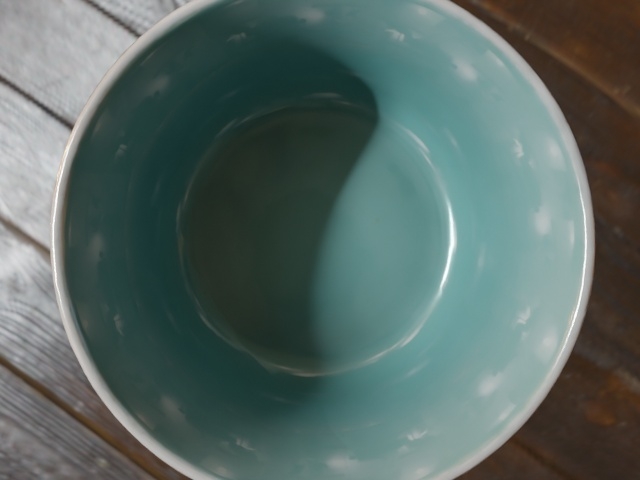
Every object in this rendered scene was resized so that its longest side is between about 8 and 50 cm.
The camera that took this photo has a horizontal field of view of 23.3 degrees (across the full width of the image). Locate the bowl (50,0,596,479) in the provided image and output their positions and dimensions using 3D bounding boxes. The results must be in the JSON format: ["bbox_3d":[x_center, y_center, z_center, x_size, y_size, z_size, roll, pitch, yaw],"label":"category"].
[{"bbox_3d":[0.000,0.000,0.958,0.311,0.163,0.312,0,90,-2],"label":"bowl"}]
